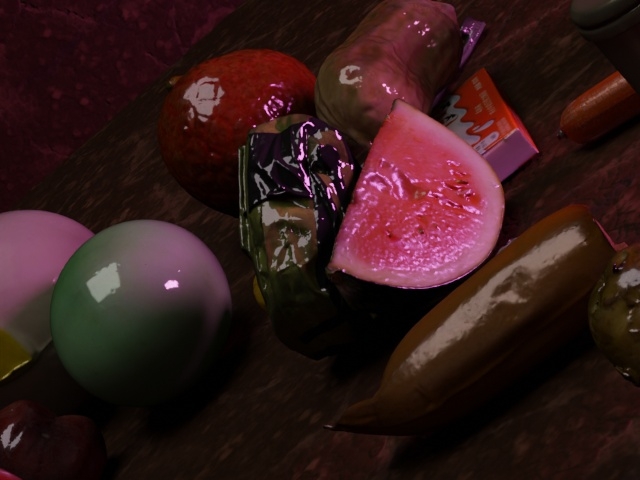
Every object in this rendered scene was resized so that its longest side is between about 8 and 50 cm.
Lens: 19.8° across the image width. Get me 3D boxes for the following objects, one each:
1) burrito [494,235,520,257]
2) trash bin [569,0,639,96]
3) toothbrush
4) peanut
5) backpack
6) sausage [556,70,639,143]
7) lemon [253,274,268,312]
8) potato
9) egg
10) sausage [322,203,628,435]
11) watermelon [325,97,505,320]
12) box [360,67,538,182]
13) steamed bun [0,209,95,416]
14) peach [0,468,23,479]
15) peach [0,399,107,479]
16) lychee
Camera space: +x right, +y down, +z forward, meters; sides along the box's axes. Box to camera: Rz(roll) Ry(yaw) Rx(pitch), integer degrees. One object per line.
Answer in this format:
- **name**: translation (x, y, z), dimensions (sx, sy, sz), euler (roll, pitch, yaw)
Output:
- **burrito**: translation (0.216, 0.015, 1.786), dimensions (0.074, 0.044, 0.118), euler (-48, 14, -29)
- **trash bin**: translation (0.377, -0.183, 1.566), dimensions (0.243, 0.247, 0.121), euler (-43, 18, 0)
- **toothbrush**: translation (0.156, -0.202, 2.438), dimensions (0.297, 0.030, 0.030), euler (-59, -2, -39)
- **peanut**: translation (0.077, -0.203, 2.267), dimensions (0.159, 0.143, 0.291), euler (-18, 24, 32)
- **backpack**: translation (0.000, 0.000, 1.974), dimensions (0.140, 0.207, 0.253), euler (-14, 62, 20)
- **sausage**: translation (0.383, -0.193, 1.891), dimensions (0.348, 0.053, 0.053), euler (-32, 20, 29)
- **lemon**: translation (-0.036, 0.054, 2.168), dimensions (0.111, 0.082, 0.082), euler (-15, 32, 55)
- **potato**: translation (0.293, 0.058, 1.398), dimensions (0.176, 0.137, 0.137), euler (5, 46, 38)
- **egg**: translation (-0.218, 0.085, 2.245), dimensions (0.220, 0.220, 0.269), euler (-35, 21, 22)
- **sausage**: translation (0.139, 0.094, 1.664), dimensions (0.328, 0.112, 0.112), euler (-39, 18, 13)
- **watermelon**: translation (0.098, -0.003, 1.950), dimensions (0.303, 0.159, 0.128), euler (-69, 2, -47)
- **box**: translation (0.123, -0.077, 2.181), dimensions (0.265, 0.048, 0.273), euler (-39, 18, 10)
- **steamed bun**: translation (-0.429, 0.122, 2.472), dimensions (0.374, 0.334, 0.334), euler (-33, 19, 41)
- **peach**: translation (-0.395, 0.386, 1.981), dimensions (0.361, 0.201, 0.257), euler (-45, 50, 41)
- **peach**: translation (-0.335, 0.270, 2.214), dimensions (0.152, 0.152, 0.152), euler (-38, 18, 15)
- **lychee**: translation (-0.102, -0.153, 2.507), dimensions (0.255, 0.300, 0.255), euler (-27, -23, -13)
